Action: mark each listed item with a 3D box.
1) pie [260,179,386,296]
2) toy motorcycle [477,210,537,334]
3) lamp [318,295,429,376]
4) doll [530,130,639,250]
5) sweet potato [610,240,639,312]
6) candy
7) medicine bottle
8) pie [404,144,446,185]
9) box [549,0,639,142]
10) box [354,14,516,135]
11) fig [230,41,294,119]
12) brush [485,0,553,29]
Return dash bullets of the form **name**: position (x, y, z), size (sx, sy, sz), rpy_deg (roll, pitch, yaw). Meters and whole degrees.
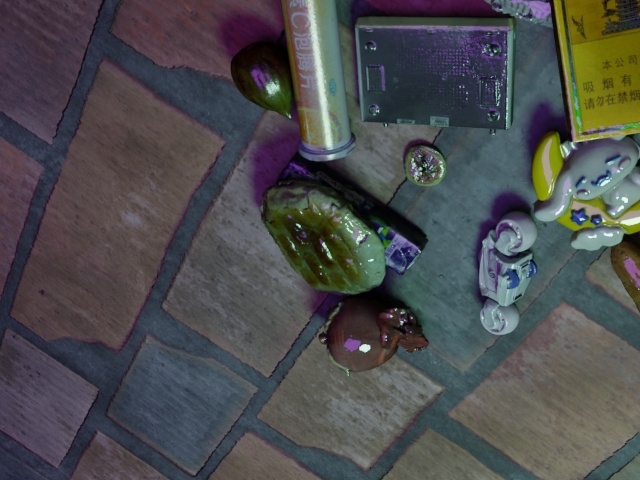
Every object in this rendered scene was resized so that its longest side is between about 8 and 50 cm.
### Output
- **pie**: position (0.000, 0.000, 1.554), size (0.306, 0.071, 0.306), rpy_deg (25, 146, 19)
- **toy motorcycle**: position (0.335, 0.057, 1.499), size (0.112, 0.112, 0.254), rpy_deg (13, 121, 15)
- **lamp**: position (0.093, 0.174, 1.609), size (0.223, 0.215, 0.151), rpy_deg (-26, 74, 13)
- **doll**: position (0.461, -0.103, 1.334), size (0.252, 0.111, 0.237), rpy_deg (-35, 99, 35)
- **sweet potato**: position (0.623, 0.134, 1.413), size (0.106, 0.095, 0.355), rpy_deg (-8, 125, 54)
- **candy**: position (0.058, -0.054, 1.560), size (0.312, 0.061, 0.088), rpy_deg (35, 128, 1)
- **medicine bottle**: position (-0.016, -0.343, 1.363), size (0.108, 0.108, 0.426), rpy_deg (5, 127, 20)
- **pie**: position (0.190, -0.137, 1.482), size (0.084, 0.021, 0.084), rpy_deg (10, 122, 17)
- **box**: position (0.439, -0.307, 1.179), size (0.192, 0.084, 0.302), rpy_deg (-8, 99, 12)
- **box**: position (0.193, -0.281, 1.380), size (0.270, 0.045, 0.211), rpy_deg (8, 122, 19)
- **fig**: position (-0.094, -0.283, 1.472), size (0.109, 0.103, 0.155), rpy_deg (25, 148, 53)
- **brush**: position (0.250, -0.406, 1.281), size (0.327, 0.065, 0.070), rpy_deg (24, 127, 10)
